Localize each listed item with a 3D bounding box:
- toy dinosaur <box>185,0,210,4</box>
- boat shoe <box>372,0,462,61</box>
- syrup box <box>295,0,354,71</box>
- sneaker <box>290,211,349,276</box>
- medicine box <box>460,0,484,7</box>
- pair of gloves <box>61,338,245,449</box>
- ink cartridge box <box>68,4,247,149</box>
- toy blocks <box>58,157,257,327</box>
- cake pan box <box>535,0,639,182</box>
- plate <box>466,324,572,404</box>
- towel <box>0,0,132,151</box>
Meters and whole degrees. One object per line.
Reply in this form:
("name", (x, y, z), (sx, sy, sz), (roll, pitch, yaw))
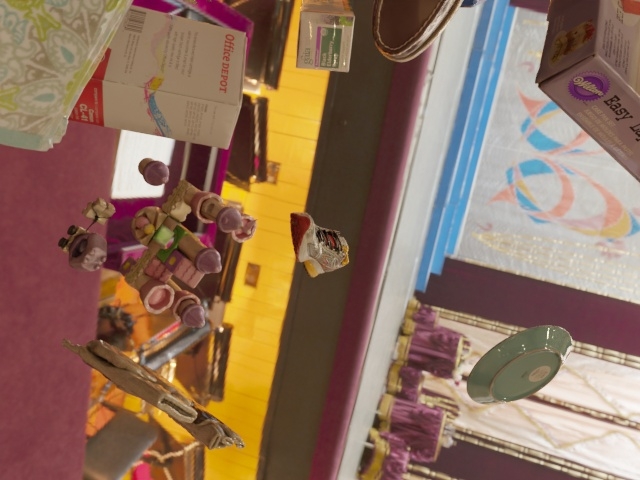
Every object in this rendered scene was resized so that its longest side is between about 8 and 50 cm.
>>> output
("toy dinosaur", (-0.167, -0.365, 0.763), (0.092, 0.053, 0.183), (-63, 169, 30))
("boat shoe", (0.146, -0.368, 0.695), (0.324, 0.116, 0.097), (-61, 173, 27))
("syrup box", (0.007, -0.383, 1.067), (0.237, 0.096, 0.093), (-92, -174, -61))
("sneaker", (0.000, 0.000, 1.086), (0.225, 0.093, 0.088), (55, 23, -69))
("medicine box", (0.308, -0.659, 1.196), (0.263, 0.149, 0.289), (-41, 136, -41))
("pair of gloves", (-0.214, 0.210, 0.777), (0.042, 0.204, 0.240), (-55, 147, -16))
("ink cartridge box", (-0.307, -0.318, 1.113), (0.131, 0.306, 0.226), (120, -24, -51))
("toy blocks", (-0.292, 0.018, 1.192), (0.288, 0.260, 0.309), (-55, 136, -3))
("cake pan box", (0.344, -0.190, 0.612), (0.070, 0.246, 0.267), (-25, -144, 51))
("plate", (0.324, 0.210, 0.934), (0.024, 0.188, 0.188), (-116, -157, -49))
("towel", (-0.417, -0.282, 0.695), (0.320, 0.090, 0.374), (-57, 156, 12))
